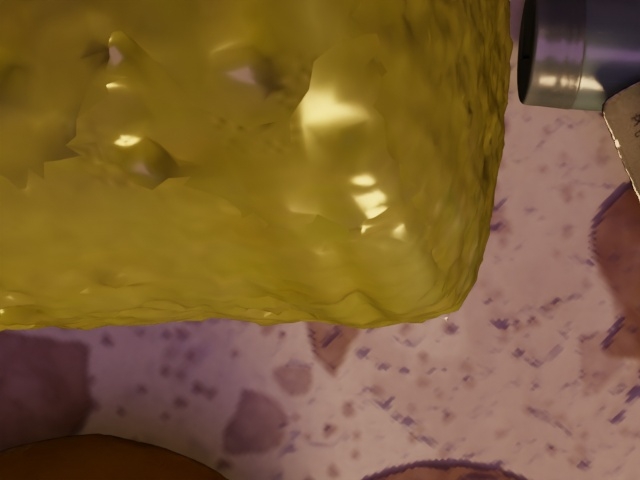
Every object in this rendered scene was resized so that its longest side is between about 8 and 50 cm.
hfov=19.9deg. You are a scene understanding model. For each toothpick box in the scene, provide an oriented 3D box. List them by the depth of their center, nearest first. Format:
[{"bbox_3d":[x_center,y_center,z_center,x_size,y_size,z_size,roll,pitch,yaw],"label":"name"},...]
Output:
[{"bbox_3d":[0.127,-0.079,0.766,0.083,0.052,0.052,4,102,-2],"label":"toothpick box"}]

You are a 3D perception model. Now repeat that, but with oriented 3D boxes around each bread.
[{"bbox_3d":[-0.093,-0.121,0.619,0.308,0.348,0.348,-13,101,8],"label":"bread"}]

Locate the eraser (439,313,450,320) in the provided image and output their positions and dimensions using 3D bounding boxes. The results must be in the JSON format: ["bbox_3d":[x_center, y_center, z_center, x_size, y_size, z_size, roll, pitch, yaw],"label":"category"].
[{"bbox_3d":[0.000,0.000,0.783,0.122,0.052,0.029,18,103,-4],"label":"eraser"}]

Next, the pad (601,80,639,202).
[{"bbox_3d":[0.262,-0.054,0.764,0.265,0.009,0.159,-26,122,6],"label":"pad"}]

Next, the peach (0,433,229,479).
[{"bbox_3d":[-0.100,0.207,0.784,0.251,0.153,0.251,5,112,13],"label":"peach"}]
